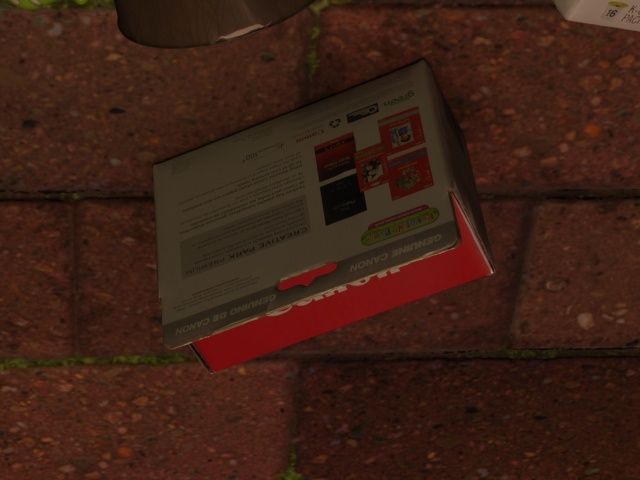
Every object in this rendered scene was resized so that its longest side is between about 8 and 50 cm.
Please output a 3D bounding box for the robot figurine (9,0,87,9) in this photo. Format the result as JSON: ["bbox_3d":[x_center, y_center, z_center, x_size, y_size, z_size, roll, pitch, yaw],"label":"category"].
[{"bbox_3d":[-0.247,-0.254,1.639,0.115,0.067,0.101,-23,161,13],"label":"robot figurine"}]

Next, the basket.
[{"bbox_3d":[-0.115,-0.305,1.557,0.204,0.154,0.227,-9,130,11],"label":"basket"}]

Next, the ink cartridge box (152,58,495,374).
[{"bbox_3d":[0.000,0.000,1.767,0.309,0.272,0.130,-20,132,12],"label":"ink cartridge box"}]

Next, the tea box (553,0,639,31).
[{"bbox_3d":[0.364,-0.346,1.471,0.329,0.220,0.323,4,137,-32],"label":"tea box"}]
